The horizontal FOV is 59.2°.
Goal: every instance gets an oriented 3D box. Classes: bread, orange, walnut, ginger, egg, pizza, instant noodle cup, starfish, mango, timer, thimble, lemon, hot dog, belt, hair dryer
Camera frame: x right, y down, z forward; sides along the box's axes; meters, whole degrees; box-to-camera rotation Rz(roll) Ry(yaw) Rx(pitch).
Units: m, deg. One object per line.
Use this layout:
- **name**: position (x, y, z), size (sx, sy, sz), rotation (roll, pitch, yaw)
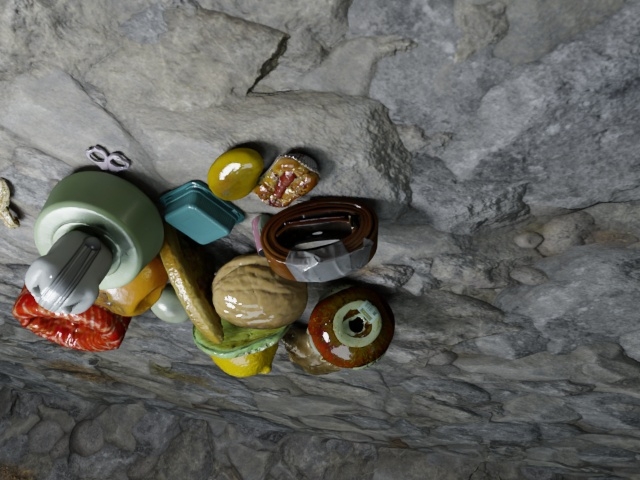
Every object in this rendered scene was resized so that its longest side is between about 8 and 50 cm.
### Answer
- **bread**: position (-0.224, 0.232, 1.624), size (0.301, 0.301, 0.045), rotation (1, 123, 16)
- **orange**: position (-0.575, 0.112, 1.623), size (0.249, 0.183, 0.249), rotation (13, 135, 14)
- **walnut**: position (-0.162, 0.135, 1.502), size (0.261, 0.225, 0.225), rotation (4, 148, 0)
- **ginger**: position (-0.044, 0.369, 1.938), size (0.270, 0.123, 0.219), rotation (38, 137, -21)
- **egg**: position (-0.481, 0.207, 1.823), size (0.152, 0.114, 0.114), rotation (28, 145, -16)
- **pizza**: position (-0.343, 0.116, 1.510), size (0.087, 0.268, 0.258), rotation (-25, 142, 8)
- **instant noodle cup**: position (-0.296, -0.060, 1.386), size (0.157, 0.070, 0.179), rotation (-19, 136, 37)
- **starfish**: position (-0.898, -0.102, 1.522), size (0.238, 0.071, 0.216), rotation (-22, 141, 33)
- **mango**: position (-0.178, -0.145, 1.204), size (0.103, 0.076, 0.161), rotation (32, 140, -22)
- **timer**: position (-0.548, 0.040, 1.292), size (0.290, 0.315, 0.291), rotation (3, 127, 5)
- **thimble**: position (-0.771, 0.204, 1.810), size (0.350, 0.231, 0.350), rotation (8, 146, 5)
- **lemon**: position (-0.249, 0.319, 1.803), size (0.228, 0.228, 0.253), rotation (-18, 103, 39)
- **hot dog**: position (-0.074, -0.125, 1.221), size (0.108, 0.059, 0.191), rotation (30, 147, -20)
- **belt**: position (0.000, 0.000, 1.261), size (0.261, 0.184, 0.105), rotation (-5, 146, 3)
- **hair dryer**: position (-0.086, -0.026, 1.364), size (0.154, 0.106, 0.054), rotation (-17, 141, 1)

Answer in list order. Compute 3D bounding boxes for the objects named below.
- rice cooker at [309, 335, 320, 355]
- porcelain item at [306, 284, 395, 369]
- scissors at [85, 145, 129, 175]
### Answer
- **rice cooker**: position (0.068, 0.312, 1.786), size (0.206, 0.145, 0.127), rotation (17, 138, -14)
- **porcelain item**: position (0.084, 0.249, 1.616), size (0.253, 0.253, 0.253), rotation (8, 148, 5)
- **scissors**: position (-0.504, -0.160, 1.345), size (0.100, 0.015, 0.189), rotation (15, 149, -9)
